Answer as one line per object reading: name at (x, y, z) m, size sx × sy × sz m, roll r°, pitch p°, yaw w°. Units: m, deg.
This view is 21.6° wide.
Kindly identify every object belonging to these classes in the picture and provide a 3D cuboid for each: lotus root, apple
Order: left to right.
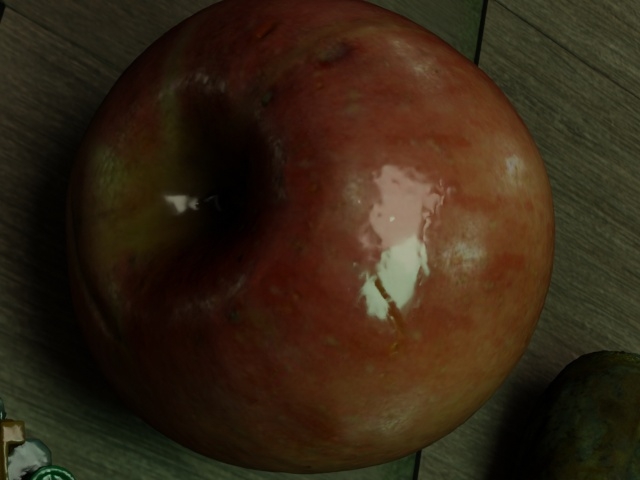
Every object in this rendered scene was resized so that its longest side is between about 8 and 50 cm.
apple at (0.000, 0.000, 1.237) m, size 0.364 × 0.364 × 0.364 m, roll 16°, pitch 64°, yaw -37°
lotus root at (0.246, 0.218, 1.507) m, size 0.152 × 0.160 × 0.275 m, roll 28°, pitch 53°, yaw -2°

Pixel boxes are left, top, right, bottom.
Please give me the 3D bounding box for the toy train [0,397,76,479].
toy train at (-0.235, 0.217, 1.128) m, size 0.136 × 0.091 × 0.227 m, roll 5°, pitch 72°, yaw -29°
